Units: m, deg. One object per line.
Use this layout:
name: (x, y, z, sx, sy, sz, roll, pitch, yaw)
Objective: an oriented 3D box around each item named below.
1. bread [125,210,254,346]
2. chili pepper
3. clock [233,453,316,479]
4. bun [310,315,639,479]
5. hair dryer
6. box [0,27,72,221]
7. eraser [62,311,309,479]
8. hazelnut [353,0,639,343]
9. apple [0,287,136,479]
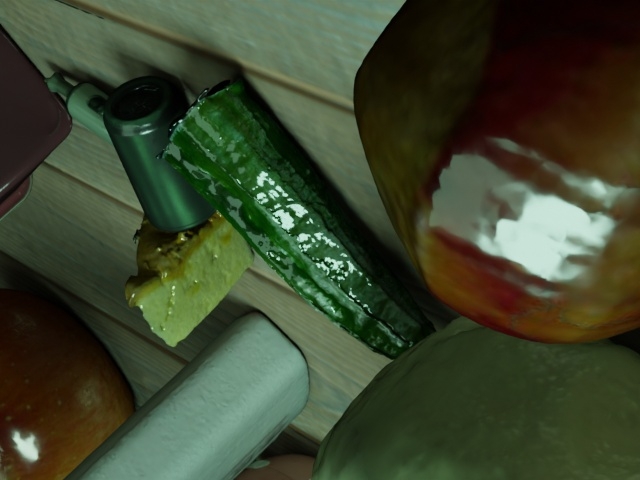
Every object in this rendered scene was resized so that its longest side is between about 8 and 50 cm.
bread: (-0.109, 0.016, 1.160, 0.080, 0.109, 0.084, 23, 152, 39)
chili pepper: (0.000, 0.000, 1.003, 0.227, 0.059, 0.088, 45, 153, 0)
clock: (-0.022, 0.297, 1.369, 0.241, 0.142, 0.227, -15, 99, 56)
bun: (0.155, 0.195, 0.855, 0.360, 0.211, 0.360, 51, 165, 19)
hair dryer: (-0.148, -0.086, 1.142, 0.197, 0.057, 0.100, 32, 152, 45)
box: (-0.341, -0.058, 1.239, 0.193, 0.294, 0.167, 49, 147, -7)
eraser: (-0.133, 0.185, 1.262, 0.095, 0.270, 0.174, 43, 157, 7)
hazelnut: (0.097, -0.046, 0.654, 0.170, 0.160, 0.202, 64, -167, -9)
apple: (-0.315, 0.168, 1.656, 0.272, 0.206, 0.252, 19, 134, 44)
